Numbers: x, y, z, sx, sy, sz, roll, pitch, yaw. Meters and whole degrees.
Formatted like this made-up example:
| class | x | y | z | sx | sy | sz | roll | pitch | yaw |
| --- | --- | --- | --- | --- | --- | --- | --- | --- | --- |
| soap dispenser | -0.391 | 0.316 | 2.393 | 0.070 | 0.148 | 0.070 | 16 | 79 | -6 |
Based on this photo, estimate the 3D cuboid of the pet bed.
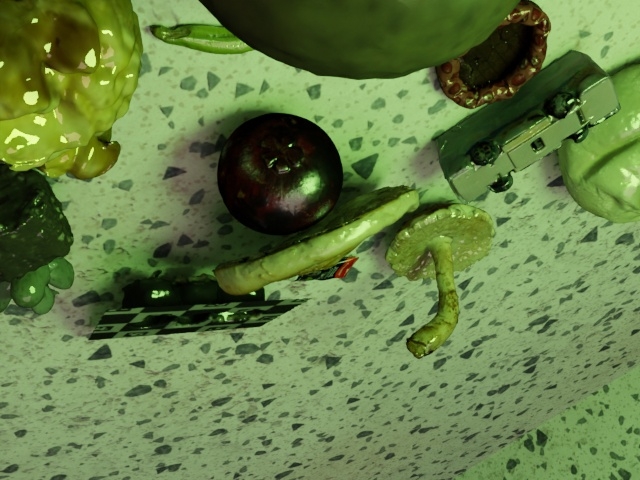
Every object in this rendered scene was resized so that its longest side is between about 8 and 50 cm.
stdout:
| class | x | y | z | sx | sy | sz | roll | pitch | yaw |
| --- | --- | --- | --- | --- | --- | --- | --- | --- | --- |
| pet bed | 0.281 | -0.299 | 1.109 | 0.201 | 0.054 | 0.201 | -11 | 146 | -8 |

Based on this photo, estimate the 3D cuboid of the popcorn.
| class | x | y | z | sx | sy | sz | roll | pitch | yaw |
| --- | --- | --- | --- | --- | --- | --- | --- | --- | --- |
| popcorn | -0.327 | -0.201 | 0.779 | 0.265 | 0.225 | 0.332 | -42 | 153 | -3 |

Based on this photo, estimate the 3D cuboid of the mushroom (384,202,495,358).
| class | x | y | z | sx | sy | sz | roll | pitch | yaw |
| --- | --- | --- | --- | --- | --- | --- | --- | --- | --- |
| mushroom | 0.253 | 0.080 | 1.397 | 0.232 | 0.302 | 0.208 | -2 | 174 | -6 |

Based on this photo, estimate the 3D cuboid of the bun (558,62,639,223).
| class | x | y | z | sx | sy | sz | roll | pitch | yaw |
| --- | --- | --- | --- | --- | --- | --- | --- | --- | --- |
| bun | 0.648 | -0.175 | 1.321 | 0.365 | 0.219 | 0.365 | -16 | 141 | -13 |

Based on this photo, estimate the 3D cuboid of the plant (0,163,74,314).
| class | x | y | z | sx | sy | sz | roll | pitch | yaw |
| --- | --- | --- | --- | --- | --- | --- | --- | --- | --- |
| plant | -0.450 | 0.014 | 1.039 | 0.146 | 0.149 | 0.275 | -9 | 145 | -17 |

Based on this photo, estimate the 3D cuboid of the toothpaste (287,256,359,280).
| class | x | y | z | sx | sy | sz | roll | pitch | yaw |
| --- | --- | --- | --- | --- | --- | --- | --- | --- | --- |
| toothpaste | -0.007 | 0.058 | 1.422 | 0.193 | 0.045 | 0.071 | 1 | 138 | -38 |

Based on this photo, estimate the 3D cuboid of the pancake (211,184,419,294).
| class | x | y | z | sx | sy | sz | roll | pitch | yaw |
| --- | --- | --- | --- | --- | --- | --- | --- | --- | --- |
| pancake | -0.001 | 0.000 | 1.180 | 0.386 | 0.082 | 0.387 | -25 | -176 | 2 |

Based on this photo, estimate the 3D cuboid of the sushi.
| class | x | y | z | sx | sy | sz | roll | pitch | yaw |
| --- | --- | --- | --- | --- | --- | --- | --- | --- | --- |
| sushi | -0.243 | 0.104 | 1.305 | 0.372 | 0.100 | 0.296 | -1 | 163 | -26 |

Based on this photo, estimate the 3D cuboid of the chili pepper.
| class | x | y | z | sx | sy | sz | roll | pitch | yaw |
| --- | --- | --- | --- | --- | --- | --- | --- | --- | --- |
| chili pepper | -0.124 | -0.278 | 0.930 | 0.208 | 0.043 | 0.049 | -14 | 156 | -11 |

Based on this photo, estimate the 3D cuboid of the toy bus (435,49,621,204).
| class | x | y | z | sx | sy | sz | roll | pitch | yaw |
| --- | --- | --- | --- | --- | --- | --- | --- | --- | --- |
| toy bus | 0.355 | -0.201 | 1.206 | 0.316 | 0.138 | 0.112 | -31 | 138 | 13 |

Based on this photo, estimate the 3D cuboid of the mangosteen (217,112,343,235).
| class | x | y | z | sx | sy | sz | roll | pitch | yaw |
| --- | --- | --- | --- | --- | --- | --- | --- | --- | --- |
| mangosteen | -0.064 | -0.100 | 1.066 | 0.209 | 0.210 | 0.210 | -14 | 143 | -11 |

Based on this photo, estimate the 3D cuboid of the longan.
| class | x | y | z | sx | sy | sz | roll | pitch | yaw |
| --- | --- | --- | --- | --- | --- | --- | --- | --- | --- |
| longan | 0.038 | -0.345 | 0.643 | 0.390 | 0.391 | 0.391 | -14 | 143 | -11 |
